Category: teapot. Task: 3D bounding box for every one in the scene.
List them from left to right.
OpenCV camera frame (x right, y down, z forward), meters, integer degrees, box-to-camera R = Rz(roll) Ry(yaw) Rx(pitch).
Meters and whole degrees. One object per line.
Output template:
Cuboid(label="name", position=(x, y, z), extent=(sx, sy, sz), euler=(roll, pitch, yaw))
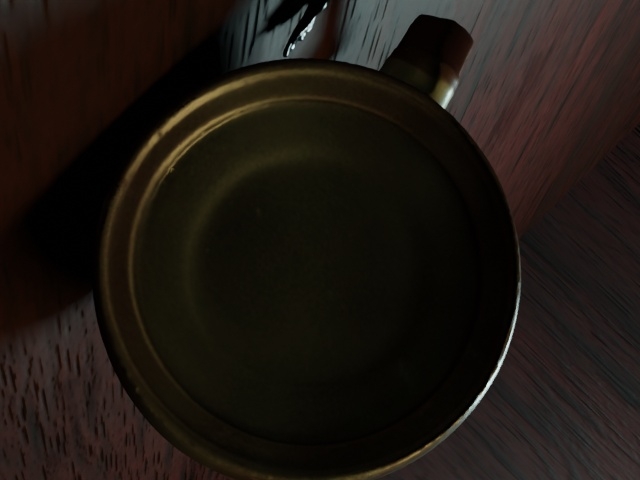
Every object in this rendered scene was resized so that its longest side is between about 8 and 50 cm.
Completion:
Cuboid(label="teapot", position=(0.000, 0.000, 1.111), extent=(0.315, 0.233, 0.312), euler=(-59, -179, -10))

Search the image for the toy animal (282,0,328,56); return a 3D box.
Cuboid(label="toy animal", position=(0.059, -0.186, 1.041), extent=(0.108, 0.062, 0.220), euler=(3, 134, -53))
